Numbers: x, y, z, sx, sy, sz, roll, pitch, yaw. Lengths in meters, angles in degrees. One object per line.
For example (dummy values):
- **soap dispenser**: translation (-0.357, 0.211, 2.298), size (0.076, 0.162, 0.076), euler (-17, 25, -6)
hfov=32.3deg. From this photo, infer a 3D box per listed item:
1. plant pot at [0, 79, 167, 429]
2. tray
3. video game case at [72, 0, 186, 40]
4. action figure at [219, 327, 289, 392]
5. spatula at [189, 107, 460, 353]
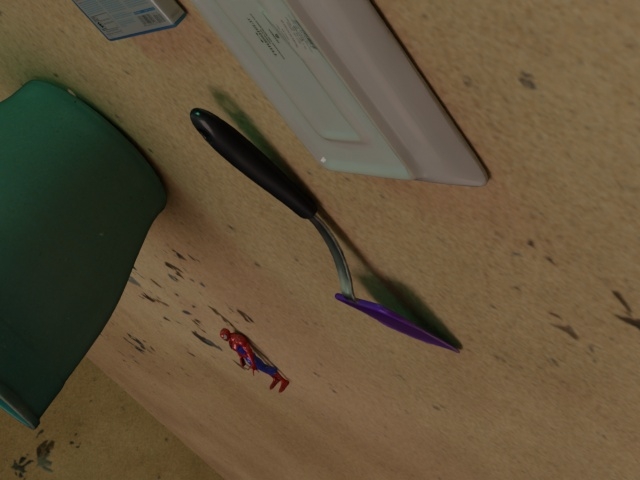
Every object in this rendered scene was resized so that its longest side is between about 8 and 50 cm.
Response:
- **plant pot**: translation (-0.295, -0.005, 1.056), size (0.271, 0.255, 0.271), euler (34, 161, 13)
- **tray**: translation (-0.022, -0.122, 0.626), size (0.145, 0.030, 0.270), euler (11, 147, 53)
- **video game case**: translation (-0.172, -0.204, 0.739), size (0.166, 0.015, 0.119), euler (48, 160, -26)
- **action figure**: translation (-0.087, 0.148, 1.383), size (0.115, 0.030, 0.038), euler (50, 163, -25)
- **spatula**: translation (0.000, 0.000, 0.865), size (0.296, 0.030, 0.084), euler (48, 162, -26)
